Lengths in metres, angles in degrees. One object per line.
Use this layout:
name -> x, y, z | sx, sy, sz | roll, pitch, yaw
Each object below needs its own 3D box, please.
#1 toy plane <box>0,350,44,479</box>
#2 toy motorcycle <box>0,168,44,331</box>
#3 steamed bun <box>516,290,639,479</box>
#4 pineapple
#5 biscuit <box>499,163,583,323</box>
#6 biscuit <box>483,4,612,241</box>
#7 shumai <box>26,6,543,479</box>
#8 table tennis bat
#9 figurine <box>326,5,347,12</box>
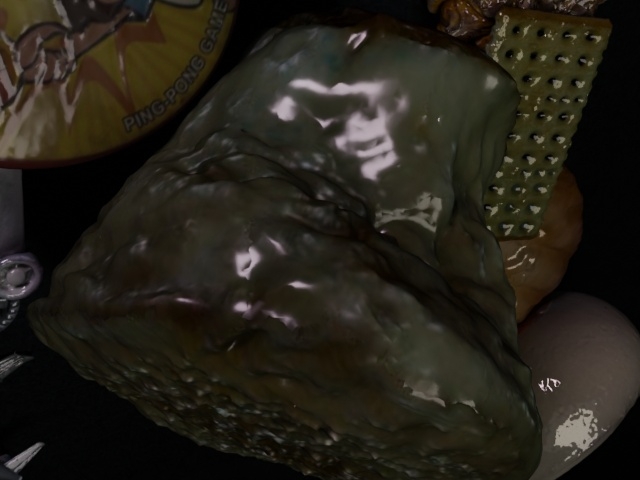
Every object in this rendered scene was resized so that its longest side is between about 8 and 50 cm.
toy plane -> -0.353, 0.182, 0.788 | 0.226, 0.058, 0.226 | -56, 139, -4
toy motorcycle -> -0.287, -0.025, 0.616 | 0.170, 0.110, 0.260 | -4, 128, -26
steamed bun -> 0.258, 0.170, 1.106 | 0.283, 0.177, 0.283 | -41, 178, -2
pineapple -> 0.193, -0.239, 0.790 | 0.224, 0.076, 0.225 | -19, 136, -19
biscuit -> 0.143, 0.009, 0.956 | 0.296, 0.102, 0.296 | -17, 134, -19
biscuit -> 0.186, -0.098, 0.824 | 0.139, 0.016, 0.231 | -2, 121, -27
shumai -> 0.000, 0.000, 0.654 | 0.324, 0.397, 0.323 | 30, 67, -26
table tennis bat -> -0.227, -0.186, 0.507 | 0.414, 0.051, 0.268 | 12, 98, -36
figurine -> 0.041, -0.137, 0.781 | 0.101, 0.068, 0.143 | -15, 121, -18
